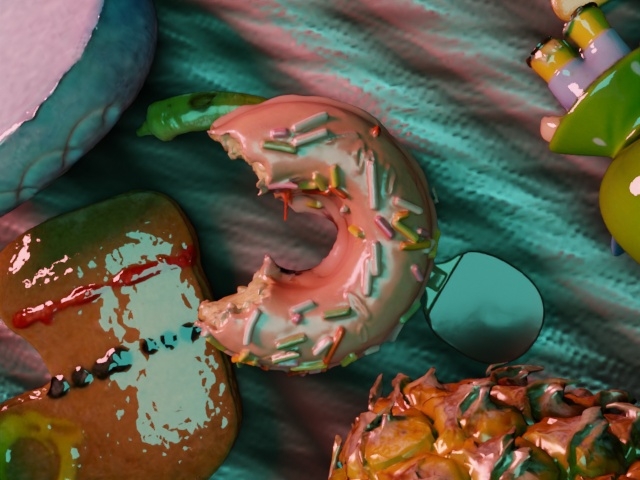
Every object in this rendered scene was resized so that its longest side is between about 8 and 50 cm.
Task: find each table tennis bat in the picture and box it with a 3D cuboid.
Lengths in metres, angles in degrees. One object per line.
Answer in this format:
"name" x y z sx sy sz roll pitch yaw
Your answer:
"table tennis bat" 0.115 0.043 1.001 0.156 0.013 0.087 30 98 4

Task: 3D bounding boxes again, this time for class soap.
"soap" 0.234 -0.211 0.975 0.089 0.012 0.034 -26 89 8

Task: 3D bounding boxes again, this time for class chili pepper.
"chili pepper" -0.057 -0.099 1.004 0.208 0.043 0.049 8 80 7

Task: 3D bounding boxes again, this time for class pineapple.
"pineapple" 0.143 0.251 0.856 0.300 0.352 0.352 11 93 17

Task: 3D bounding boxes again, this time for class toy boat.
"toy boat" -0.276 -0.112 0.991 0.330 0.123 0.215 -39 57 1

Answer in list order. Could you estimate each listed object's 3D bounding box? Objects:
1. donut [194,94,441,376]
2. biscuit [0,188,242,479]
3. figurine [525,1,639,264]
"donut" 0.000 0.000 0.954 0.199 0.085 0.233 3 96 -2
"biscuit" -0.209 0.109 1.025 0.262 0.052 0.277 -13 90 7
"figurine" 0.271 -0.069 0.919 0.162 0.143 0.263 -40 76 1
